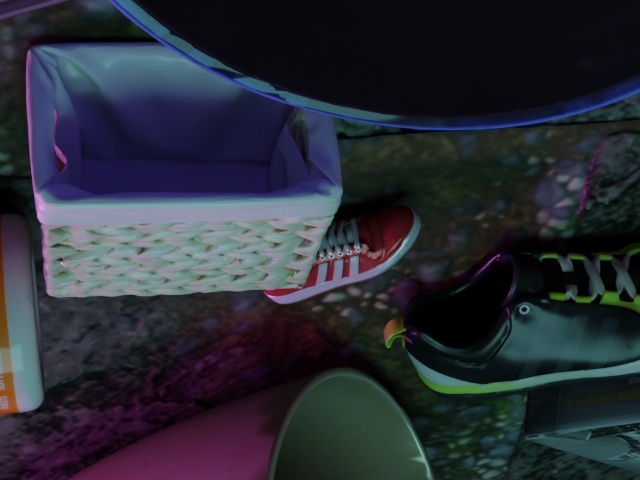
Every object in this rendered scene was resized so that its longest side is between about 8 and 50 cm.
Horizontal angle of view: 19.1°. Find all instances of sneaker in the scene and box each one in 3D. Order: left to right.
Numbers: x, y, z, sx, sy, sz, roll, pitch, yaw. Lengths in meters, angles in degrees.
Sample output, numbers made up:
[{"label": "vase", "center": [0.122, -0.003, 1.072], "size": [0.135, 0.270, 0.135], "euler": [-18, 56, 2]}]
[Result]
[{"label": "sneaker", "center": [0.000, 0.000, 1.191], "size": [0.118, 0.042, 0.067], "euler": [-25, 144, 23]}, {"label": "sneaker", "center": [0.157, 0.045, 1.252], "size": [0.235, 0.084, 0.097], "euler": [-20, 141, 13]}]

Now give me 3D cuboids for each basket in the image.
[{"label": "basket", "center": [-0.081, -0.038, 1.066], "size": [0.167, 0.113, 0.103], "euler": [-1, 146, -12]}]

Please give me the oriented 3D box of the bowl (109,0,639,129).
[{"label": "bowl", "center": [0.045, -0.198, 0.828], "size": [0.391, 0.077, 0.391], "euler": [5, 139, 5]}]

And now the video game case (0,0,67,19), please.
[{"label": "video game case", "center": [-0.166, -0.199, 0.790], "size": [0.275, 0.035, 0.248], "euler": [-11, 133, 29]}]

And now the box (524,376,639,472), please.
[{"label": "box", "center": [0.292, 0.133, 1.368], "size": [0.231, 0.056, 0.183], "euler": [19, 158, -34]}]

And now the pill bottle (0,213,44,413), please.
[{"label": "pill bottle", "center": [-0.279, 0.051, 1.127], "size": [0.221, 0.121, 0.121], "euler": [-5, 143, -7]}]

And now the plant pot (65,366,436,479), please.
[{"label": "plant pot", "center": [-0.086, 0.236, 1.342], "size": [0.274, 0.256, 0.256], "euler": [-12, 146, 28]}]
